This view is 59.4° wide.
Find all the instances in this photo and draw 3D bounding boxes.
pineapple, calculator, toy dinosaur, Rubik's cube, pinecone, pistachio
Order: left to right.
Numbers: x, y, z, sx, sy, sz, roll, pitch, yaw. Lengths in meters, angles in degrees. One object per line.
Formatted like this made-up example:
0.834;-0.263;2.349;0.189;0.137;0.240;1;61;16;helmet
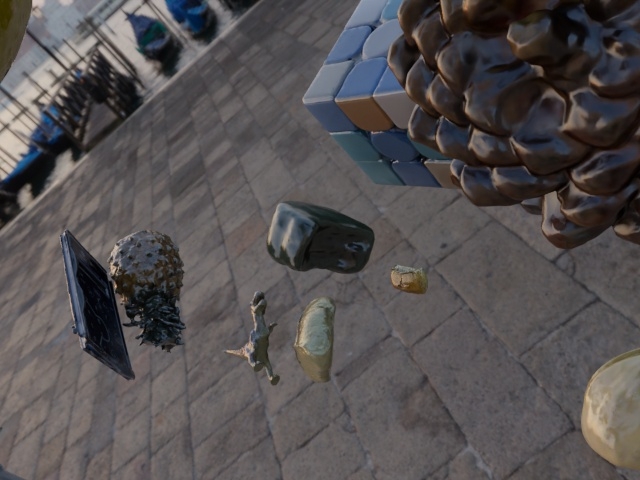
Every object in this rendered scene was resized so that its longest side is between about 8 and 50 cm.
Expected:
-0.396;0.114;0.996;0.028;0.166;0.274;-28;51;-4;calculator
-0.329;0.113;1.123;0.157;0.158;0.279;-37;52;9;pineapple
-0.161;0.260;1.354;0.200;0.072;0.251;-119;35;-42;toy dinosaur
0.234;-0.354;1.313;0.346;0.344;0.347;7;63;47;Rubik's cube
0.286;-0.197;0.546;0.397;0.398;0.398;-30;32;21;pinecone
0.455;0.230;0.782;0.200;0.145;0.117;-54;-8;18;pistachio

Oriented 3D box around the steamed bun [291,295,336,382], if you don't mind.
-0.017;0.255;1.429;0.212;0.110;0.231;89;-178;-83;steamed bun

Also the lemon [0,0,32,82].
-0.410;-0.221;0.437;0.348;0.348;0.348;-30;32;21;lemon

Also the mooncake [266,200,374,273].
0.000;0.000;0.927;0.168;0.175;0.104;-112;36;-81;mooncake

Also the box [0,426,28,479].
-0.394;0.405;0.646;0.336;0.106;0.264;13;77;64;box

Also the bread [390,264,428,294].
0.237;0.108;1.504;0.053;0.072;0.106;-31;27;-34;bread
